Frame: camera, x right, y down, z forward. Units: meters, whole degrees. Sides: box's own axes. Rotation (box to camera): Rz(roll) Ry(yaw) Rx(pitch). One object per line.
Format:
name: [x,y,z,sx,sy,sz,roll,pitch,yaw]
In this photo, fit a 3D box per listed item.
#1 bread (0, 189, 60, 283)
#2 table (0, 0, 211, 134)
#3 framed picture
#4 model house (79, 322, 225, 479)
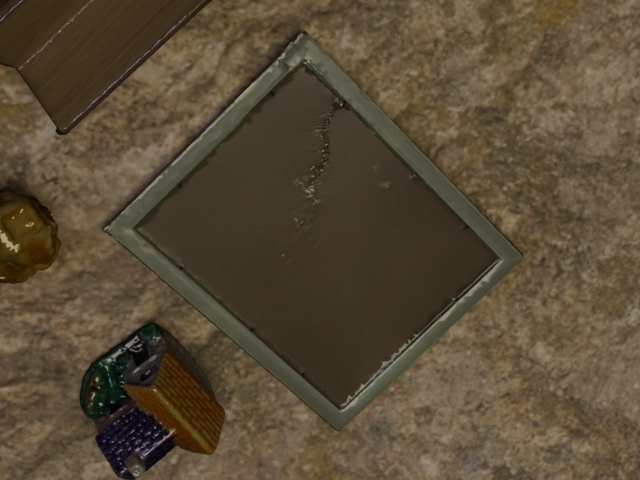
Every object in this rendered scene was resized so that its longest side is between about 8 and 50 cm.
bread: [-0.375,-0.029,1.146,0.367,0.077,0.084,10,135,-19]
table: [-0.143,-0.197,1.112,0.227,0.167,0.167,-40,116,14]
framed picture: [0.000,0.000,1.296,0.231,0.018,0.293,-43,116,6]
model house: [-0.143,0.141,1.270,0.101,0.100,0.088,-37,116,3]
